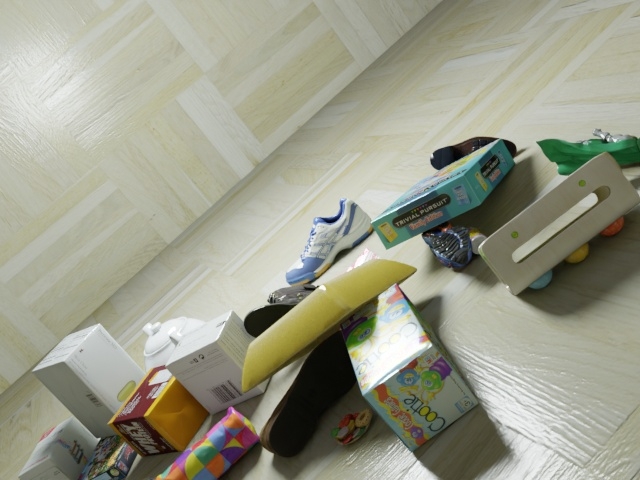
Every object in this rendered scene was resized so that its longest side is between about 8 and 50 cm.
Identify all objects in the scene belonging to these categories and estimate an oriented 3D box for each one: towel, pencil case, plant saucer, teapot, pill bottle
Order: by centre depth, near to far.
[{"bbox_3d":[0.006,0.155,1.644,0.333,0.081,0.332,-41,-10,30],"label":"plant saucer"},{"bbox_3d":[-0.238,0.457,1.654,0.236,0.104,0.104,-41,18,-9],"label":"pencil case"},{"bbox_3d":[0.333,-0.002,1.715,0.043,0.043,0.083,-37,18,6],"label":"pill bottle"},{"bbox_3d":[0.100,0.090,1.978,0.144,0.029,0.197,-41,18,-4],"label":"towel"},{"bbox_3d":[-0.395,0.299,2.191,0.256,0.187,0.252,-31,20,22],"label":"teapot"}]

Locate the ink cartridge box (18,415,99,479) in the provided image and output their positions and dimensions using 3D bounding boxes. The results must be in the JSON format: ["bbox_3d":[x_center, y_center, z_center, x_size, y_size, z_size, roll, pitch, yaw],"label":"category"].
[{"bbox_3d":[-0.710,0.603,2.174,0.128,0.127,0.176,-32,19,20],"label":"ink cartridge box"}]

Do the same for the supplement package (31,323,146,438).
[{"bbox_3d":[-0.593,0.378,2.118,0.204,0.262,0.145,-21,24,45],"label":"supplement package"}]

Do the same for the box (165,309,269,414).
[{"bbox_3d":[-0.235,0.293,1.898,0.181,0.182,0.119,-29,21,30],"label":"box"}]

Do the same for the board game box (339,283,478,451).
[{"bbox_3d":[0.147,0.214,1.403,0.142,0.144,0.275,-37,19,6],"label":"board game box"}]

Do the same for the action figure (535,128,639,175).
[{"bbox_3d":[0.568,-0.183,1.594,0.232,0.137,0.064,1,67,50],"label":"action figure"}]

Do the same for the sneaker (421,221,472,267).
[{"bbox_3d":[0.283,0.019,1.689,0.083,0.087,0.221,-32,12,5],"label":"sneaker"}]

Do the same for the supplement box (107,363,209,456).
[{"bbox_3d":[-0.386,0.418,1.981,0.194,0.129,0.191,-21,26,44],"label":"supplement box"}]

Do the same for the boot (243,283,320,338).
[{"bbox_3d":[-0.088,0.170,1.981,0.262,0.091,0.229,-10,11,-20],"label":"boot"}]

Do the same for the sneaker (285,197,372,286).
[{"bbox_3d":[0.000,0.000,2.228,0.296,0.131,0.112,-41,20,-1],"label":"sneaker"}]

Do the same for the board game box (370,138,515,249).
[{"bbox_3d":[0.295,-0.115,1.871,0.253,0.079,0.336,-28,5,32],"label":"board game box"}]

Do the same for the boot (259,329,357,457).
[{"bbox_3d":[-0.021,0.298,1.610,0.305,0.112,0.115,-49,10,-23],"label":"boot"}]

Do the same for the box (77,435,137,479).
[{"bbox_3d":[-0.539,0.553,2.094,0.159,0.044,0.233,-31,19,23],"label":"box"}]

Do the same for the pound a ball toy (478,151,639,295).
[{"bbox_3d":[0.454,-0.031,1.466,0.319,0.136,0.208,-37,-7,6],"label":"pound a ball toy"}]

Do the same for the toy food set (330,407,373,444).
[{"bbox_3d":[0.059,0.343,1.464,0.083,0.020,0.083,-14,31,52],"label":"toy food set"}]

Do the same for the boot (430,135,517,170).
[{"bbox_3d":[0.400,-0.227,2.053,0.219,0.082,0.106,-5,7,21],"label":"boot"}]
